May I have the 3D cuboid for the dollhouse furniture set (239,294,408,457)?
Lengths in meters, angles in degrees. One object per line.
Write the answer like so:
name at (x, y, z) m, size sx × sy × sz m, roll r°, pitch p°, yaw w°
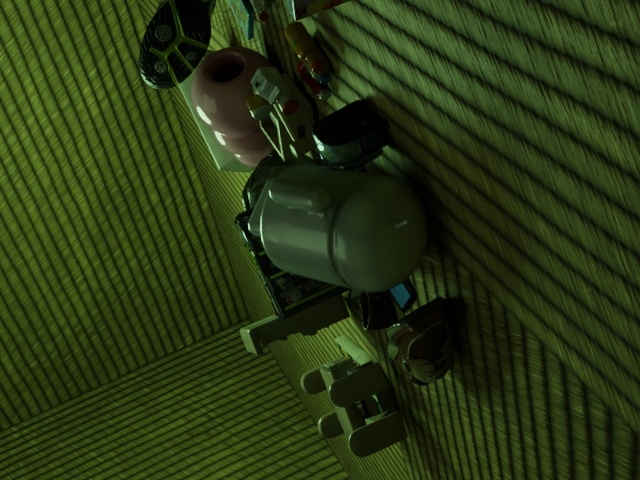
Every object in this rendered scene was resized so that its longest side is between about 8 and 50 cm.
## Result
dollhouse furniture set at (-0.008, 0.361, 2.370) m, size 0.362 × 0.257 × 0.394 m, roll 162°, pitch 86°, yaw -77°

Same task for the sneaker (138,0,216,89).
sneaker at (-0.297, -0.522, 2.107) m, size 0.147 × 0.145 × 0.384 m, roll -98°, pitch 33°, yaw -72°

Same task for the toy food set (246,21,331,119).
toy food set at (-0.048, -0.295, 1.769) m, size 0.232 × 0.111 × 0.104 m, roll -51°, pitch 58°, yaw 41°

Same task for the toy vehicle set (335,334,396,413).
toy vehicle set at (0.122, 0.373, 2.532) m, size 0.165 × 0.035 × 0.267 m, roll 70°, pitch 167°, yaw -18°

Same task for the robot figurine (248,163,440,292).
robot figurine at (0.039, -0.023, 1.603) m, size 0.354 × 0.199 × 0.300 m, roll 12°, pitch 167°, yaw 42°

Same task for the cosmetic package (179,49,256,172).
cosmetic package at (-0.250, -0.338, 2.437) m, size 0.309 × 0.113 × 0.160 m, roll 62°, pitch -156°, yaw 12°

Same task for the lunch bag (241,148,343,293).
lunch bag at (-0.051, -0.033, 2.136) m, size 0.256 × 0.213 × 0.305 m, roll -102°, pitch -3°, yaw -58°

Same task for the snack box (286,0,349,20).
snack box at (-0.006, -0.413, 1.424) m, size 0.037 × 0.100 × 0.141 m, roll 59°, pitch 166°, yaw 30°

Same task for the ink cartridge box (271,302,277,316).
ink cartridge box at (-0.066, 0.053, 2.349) m, size 0.232 × 0.066 × 0.189 m, roll -57°, pitch -44°, yaw -53°

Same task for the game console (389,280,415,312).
game console at (0.121, 0.092, 1.899) m, size 0.144 × 0.124 × 0.085 m, roll 104°, pitch 167°, yaw -70°

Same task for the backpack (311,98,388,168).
backpack at (0.049, -0.175, 1.609) m, size 0.105 × 0.114 × 0.084 m, roll 52°, pitch 162°, yaw 46°

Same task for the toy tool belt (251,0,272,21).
toy tool belt at (-0.120, -0.493, 1.912) m, size 0.051 × 0.052 × 0.083 m, roll -55°, pitch -51°, yaw -67°

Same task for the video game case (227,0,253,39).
video game case at (-0.198, -0.564, 2.164) m, size 0.166 × 0.015 × 0.119 m, roll 63°, pitch 168°, yaw 14°

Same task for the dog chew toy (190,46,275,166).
dog chew toy at (-0.176, -0.295, 2.176) m, size 0.206 × 0.207 × 0.331 m, roll 58°, pitch 173°, yaw 33°

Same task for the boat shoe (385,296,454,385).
boat shoe at (0.199, 0.195, 1.711) m, size 0.119 × 0.123 × 0.324 m, roll 57°, pitch 174°, yaw 16°

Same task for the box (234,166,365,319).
box at (0.000, 0.000, 1.786) m, size 0.216 × 0.270 × 0.060 m, roll 64°, pitch 168°, yaw 7°

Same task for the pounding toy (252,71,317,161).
pounding toy at (-0.055, -0.257, 1.952) m, size 0.206 × 0.094 × 0.181 m, roll 55°, pitch 164°, yaw 35°

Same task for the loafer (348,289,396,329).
loafer at (0.097, 0.105, 2.025) m, size 0.220 × 0.078 × 0.080 m, roll 69°, pitch 168°, yaw -13°
